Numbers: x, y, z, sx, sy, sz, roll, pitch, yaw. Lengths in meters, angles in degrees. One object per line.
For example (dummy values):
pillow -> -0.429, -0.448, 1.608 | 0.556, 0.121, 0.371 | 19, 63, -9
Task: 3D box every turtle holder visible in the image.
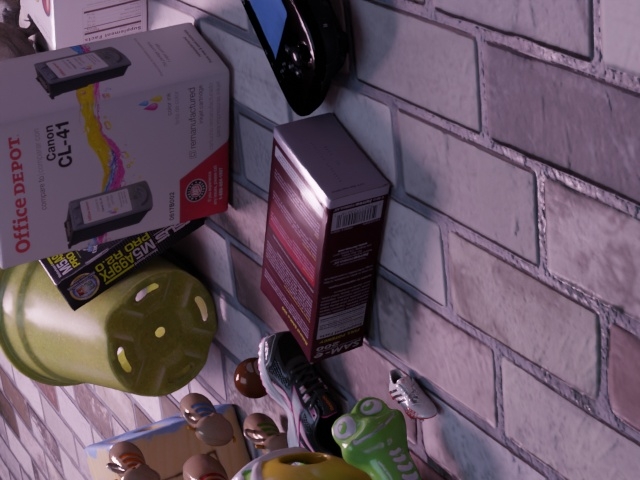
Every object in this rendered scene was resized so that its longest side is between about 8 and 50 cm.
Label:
turtle holder -> -0.009, 0.333, 1.541 | 0.227, 0.243, 0.320 | 54, 157, 32

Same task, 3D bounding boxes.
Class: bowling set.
bowling set -> -0.113, 0.252, 1.809 | 0.154, 0.287, 0.200 | 35, 108, 67

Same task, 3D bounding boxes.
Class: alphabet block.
alphabet block -> -0.208, 0.360, 2.078 | 0.192, 0.193, 0.197 | -24, 84, 68

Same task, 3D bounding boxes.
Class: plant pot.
plant pot -> -0.290, 0.106, 2.043 | 0.254, 0.276, 0.276 | 17, 122, 50

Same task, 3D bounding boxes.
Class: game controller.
game controller -> -0.062, -0.286, 1.477 | 0.319, 0.067, 0.166 | 67, 156, 16

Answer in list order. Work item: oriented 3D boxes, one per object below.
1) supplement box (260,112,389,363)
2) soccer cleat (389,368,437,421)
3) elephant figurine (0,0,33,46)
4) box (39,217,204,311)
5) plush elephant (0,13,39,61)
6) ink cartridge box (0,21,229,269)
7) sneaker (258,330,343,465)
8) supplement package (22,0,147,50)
supplement box -> 0.000, 0.000, 1.525 | 0.130, 0.073, 0.239 | 54, 149, 38
soccer cleat -> 0.094, 0.160, 1.484 | 0.083, 0.029, 0.035 | 37, 142, 60
elephant figurine -> -0.519, -0.260, 2.431 | 0.169, 0.186, 0.239 | 33, -149, -52
box -> -0.313, -0.050, 1.996 | 0.270, 0.216, 0.060 | 46, 167, 46
plush elephant -> -0.513, -0.227, 2.164 | 0.330, 0.272, 0.255 | -53, 7, 18
ink cartridge box -> -0.271, -0.117, 1.750 | 0.131, 0.306, 0.226 | 51, 149, 41
sneaker -> -0.010, 0.187, 1.701 | 0.077, 0.072, 0.178 | -9, 105, 54
supplement package -> -0.313, -0.388, 1.872 | 0.139, 0.134, 0.244 | 52, 149, 39
